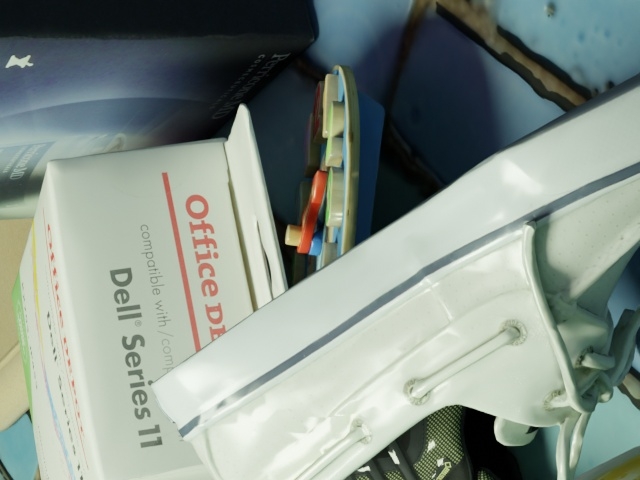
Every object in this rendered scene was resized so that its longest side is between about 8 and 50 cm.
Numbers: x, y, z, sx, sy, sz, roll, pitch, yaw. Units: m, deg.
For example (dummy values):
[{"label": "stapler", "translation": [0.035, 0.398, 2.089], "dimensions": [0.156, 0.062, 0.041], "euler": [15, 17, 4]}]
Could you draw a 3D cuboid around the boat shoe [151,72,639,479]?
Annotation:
[{"label": "boat shoe", "translation": [0.092, 0.046, 0.961], "dimensions": [0.367, 0.136, 0.156], "euler": [-33, 89, 22]}]

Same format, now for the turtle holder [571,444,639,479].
[{"label": "turtle holder", "translation": [0.174, 0.183, 0.785], "dimensions": [0.320, 0.227, 0.243], "euler": [-55, 47, 44]}]

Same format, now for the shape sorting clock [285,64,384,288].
[{"label": "shape sorting clock", "translation": [0.000, 0.000, 1.152], "dimensions": [0.206, 0.040, 0.206], "euler": [-171, 90, -85]}]

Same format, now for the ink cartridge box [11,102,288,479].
[{"label": "ink cartridge box", "translation": [-0.112, 0.068, 1.252], "dimensions": [0.353, 0.119, 0.207], "euler": [125, 135, -67]}]

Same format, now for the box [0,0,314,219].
[{"label": "box", "translation": [-0.210, -0.141, 1.317], "dimensions": [0.296, 0.294, 0.183], "euler": [-38, 62, 53]}]

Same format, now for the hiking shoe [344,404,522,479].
[{"label": "hiking shoe", "translation": [0.049, 0.135, 1.094], "dimensions": [0.114, 0.086, 0.227], "euler": [32, 113, 21]}]

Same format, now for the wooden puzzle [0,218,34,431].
[{"label": "wooden puzzle", "translation": [-0.262, 0.016, 1.655], "dimensions": [0.221, 0.044, 0.239], "euler": [-41, 62, 51]}]
